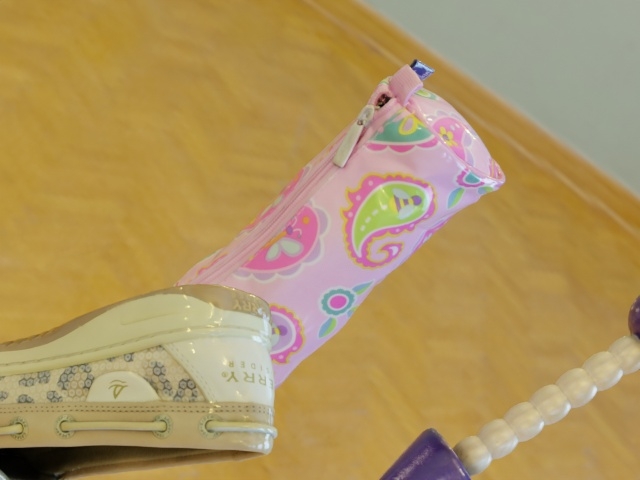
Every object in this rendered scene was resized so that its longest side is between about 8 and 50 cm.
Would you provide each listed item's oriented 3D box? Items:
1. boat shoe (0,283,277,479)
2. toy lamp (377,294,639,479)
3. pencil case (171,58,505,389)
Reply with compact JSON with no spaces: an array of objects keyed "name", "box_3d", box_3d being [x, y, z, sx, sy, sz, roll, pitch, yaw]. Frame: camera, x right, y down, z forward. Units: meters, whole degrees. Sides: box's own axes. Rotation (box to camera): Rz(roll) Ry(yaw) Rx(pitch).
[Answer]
[{"name":"boat shoe","box_3d":[-0.150,0.105,0.760,0.104,0.285,0.089,22,52,-52]},{"name":"toy lamp","box_3d":[0.169,0.142,1.109,0.080,0.274,0.080,58,-5,7]},{"name":"pencil case","box_3d":[0.000,0.000,1.029,0.124,0.284,0.124,42,16,-15]}]
